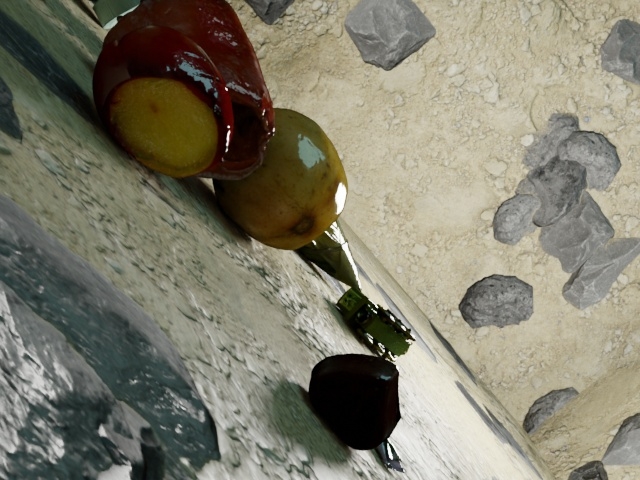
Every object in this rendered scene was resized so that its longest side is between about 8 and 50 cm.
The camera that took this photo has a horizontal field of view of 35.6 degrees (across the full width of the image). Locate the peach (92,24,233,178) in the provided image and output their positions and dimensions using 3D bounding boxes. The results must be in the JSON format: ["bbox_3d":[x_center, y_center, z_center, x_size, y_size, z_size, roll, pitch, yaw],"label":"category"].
[{"bbox_3d":[-0.226,-0.199,1.458,0.226,0.190,0.196,59,-19,15],"label":"peach"}]

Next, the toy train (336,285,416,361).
[{"bbox_3d":[0.120,0.180,2.181,0.137,0.090,0.225,46,2,38],"label":"toy train"}]

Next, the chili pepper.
[{"bbox_3d":[-0.219,-0.267,1.681,0.251,0.229,0.305,7,37,-32],"label":"chili pepper"}]

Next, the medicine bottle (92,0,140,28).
[{"bbox_3d":[-0.466,-0.621,2.093,0.318,0.158,0.158,61,4,-9],"label":"medicine bottle"}]

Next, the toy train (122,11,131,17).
[{"bbox_3d":[-0.298,-0.333,1.969,0.261,0.134,0.177,46,8,-31],"label":"toy train"}]

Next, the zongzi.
[{"bbox_3d":[0.000,0.000,2.223,0.274,0.125,0.251,57,6,9],"label":"zongzi"}]

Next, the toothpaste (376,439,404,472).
[{"bbox_3d":[0.080,0.283,1.524,0.045,0.028,0.170,34,20,-47],"label":"toothpaste"}]

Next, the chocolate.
[{"bbox_3d":[0.055,0.223,1.350,0.148,0.125,0.080,54,22,-5],"label":"chocolate"}]

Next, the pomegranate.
[{"bbox_3d":[-0.072,-0.113,1.819,0.260,0.260,0.260,50,6,-7],"label":"pomegranate"}]
